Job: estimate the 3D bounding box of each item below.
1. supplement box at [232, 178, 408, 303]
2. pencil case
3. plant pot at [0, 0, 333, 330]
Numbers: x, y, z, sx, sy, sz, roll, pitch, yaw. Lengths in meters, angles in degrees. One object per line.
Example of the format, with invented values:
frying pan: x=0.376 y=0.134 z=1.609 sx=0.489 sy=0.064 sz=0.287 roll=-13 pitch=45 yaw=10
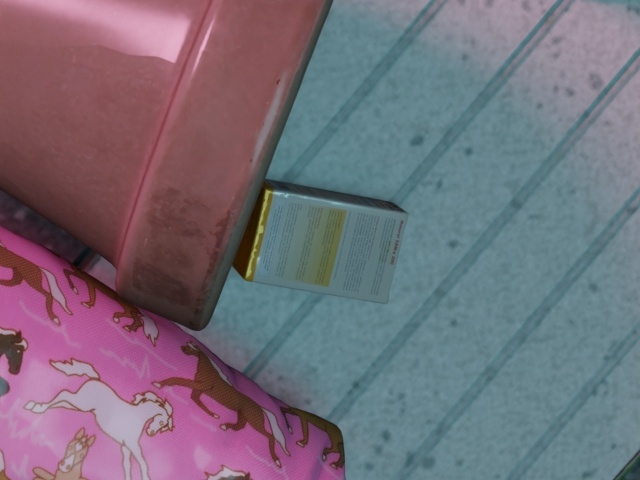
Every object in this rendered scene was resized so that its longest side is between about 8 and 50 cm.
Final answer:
supplement box: x=0.000 y=0.000 z=1.220 sx=0.098 sy=0.036 sz=0.062 roll=11 pitch=101 yaw=-18
pencil case: x=-0.164 y=0.108 z=1.139 sx=0.386 sy=0.160 sz=0.167 roll=30 pitch=128 yaw=-22
plant pot: x=-0.123 y=-0.106 z=1.064 sx=0.229 sy=0.263 sz=0.263 roll=20 pitch=98 yaw=-3
